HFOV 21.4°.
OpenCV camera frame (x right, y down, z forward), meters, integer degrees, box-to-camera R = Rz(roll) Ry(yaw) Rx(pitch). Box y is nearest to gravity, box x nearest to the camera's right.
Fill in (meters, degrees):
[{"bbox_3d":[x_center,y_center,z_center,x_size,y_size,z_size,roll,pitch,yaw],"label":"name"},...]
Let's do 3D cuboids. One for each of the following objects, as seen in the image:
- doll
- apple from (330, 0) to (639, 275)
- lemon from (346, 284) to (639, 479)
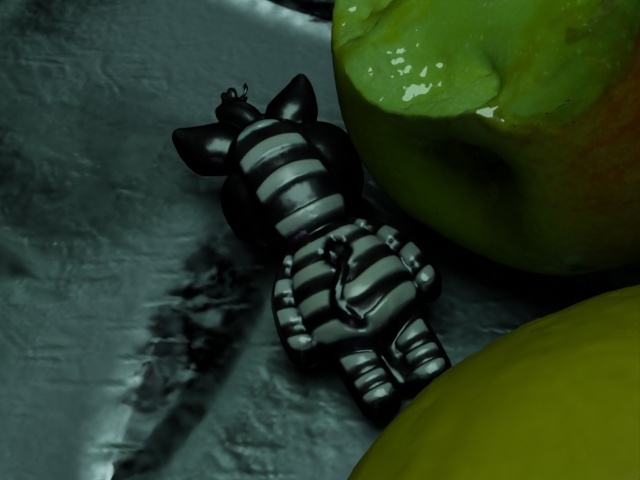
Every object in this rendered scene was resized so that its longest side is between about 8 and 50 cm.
[{"bbox_3d":[0.000,0.000,0.912,0.091,0.067,0.219,-28,61,-3],"label":"doll"},{"bbox_3d":[0.122,-0.106,0.870,0.246,0.246,0.226,34,68,26],"label":"apple"},{"bbox_3d":[0.144,0.171,0.609,0.348,0.348,0.348,-2,53,3],"label":"lemon"}]
